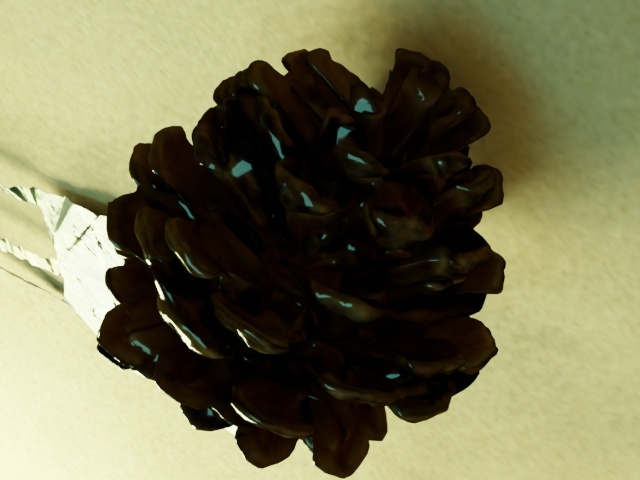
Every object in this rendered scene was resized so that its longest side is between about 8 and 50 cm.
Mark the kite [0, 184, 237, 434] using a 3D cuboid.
[{"bbox_3d":[-0.144,0.007,0.926,0.310,0.015,0.169,28,147,19],"label":"kite"}]

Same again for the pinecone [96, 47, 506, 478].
[{"bbox_3d":[0.000,0.000,0.628,0.173,0.173,0.174,29,147,21],"label":"pinecone"}]
